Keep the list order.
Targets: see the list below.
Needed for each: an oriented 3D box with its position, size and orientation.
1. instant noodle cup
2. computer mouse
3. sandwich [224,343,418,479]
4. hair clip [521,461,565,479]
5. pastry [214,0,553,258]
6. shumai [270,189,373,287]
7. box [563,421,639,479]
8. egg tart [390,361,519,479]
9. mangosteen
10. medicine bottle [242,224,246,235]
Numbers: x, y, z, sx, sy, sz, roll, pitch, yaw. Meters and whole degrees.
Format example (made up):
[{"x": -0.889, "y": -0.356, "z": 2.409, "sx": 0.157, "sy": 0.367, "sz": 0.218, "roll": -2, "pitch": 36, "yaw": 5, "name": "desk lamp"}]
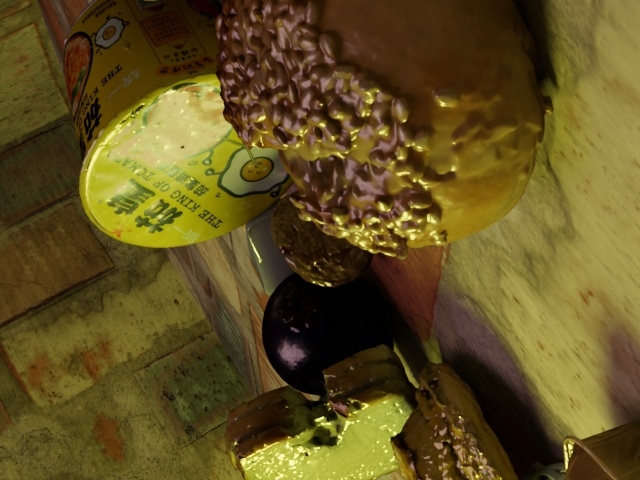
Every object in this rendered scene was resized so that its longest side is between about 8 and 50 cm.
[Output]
[{"x": -0.201, "y": -0.186, "z": 1.476, "sx": 0.325, "sy": 0.326, "sz": 0.254, "roll": 82, "pitch": 165, "yaw": -54, "name": "instant noodle cup"}, {"x": -0.043, "y": 0.014, "z": 1.633, "sx": 0.079, "sy": 0.128, "sz": 0.231, "roll": 54, "pitch": 168, "yaw": 28, "name": "computer mouse"}, {"x": 0.015, "y": 0.266, "z": 1.496, "sx": 0.249, "sy": 0.273, "sz": 0.095, "roll": 59, "pitch": -170, "yaw": -56, "name": "sandwich"}, {"x": 0.269, "y": 0.274, "z": 1.240, "sx": 0.039, "sy": 0.030, "sz": 0.115, "roll": 40, "pitch": 165, "yaw": 5, "name": "hair clip"}, {"x": 0.033, "y": -0.121, "z": 0.880, "sx": 0.284, "sy": 0.184, "sz": 0.315, "roll": 11, "pitch": 134, "yaw": 50, "name": "pastry"}, {"x": 0.006, "y": 0.003, "z": 1.464, "sx": 0.139, "sy": 0.123, "sz": 0.105, "roll": 37, "pitch": 167, "yaw": 29, "name": "shumai"}, {"x": 0.276, "y": 0.248, "z": 1.008, "sx": 0.111, "sy": 0.111, "sz": 0.177, "roll": 47, "pitch": 160, "yaw": 45, "name": "box"}, {"x": 0.172, "y": 0.295, "z": 1.347, "sx": 0.294, "sy": 0.123, "sz": 0.294, "roll": 155, "pitch": 90, "yaw": -87, "name": "egg tart"}, {"x": 0.021, "y": 0.140, "z": 1.576, "sx": 0.230, "sy": 0.194, "sz": 0.194, "roll": 38, "pitch": -172, "yaw": -49, "name": "mangosteen"}, {"x": -0.095, "y": -0.028, "z": 1.833, "sx": 0.309, "sy": 0.076, "sz": 0.111, "roll": 64, "pitch": 165, "yaw": -6, "name": "medicine bottle"}]
